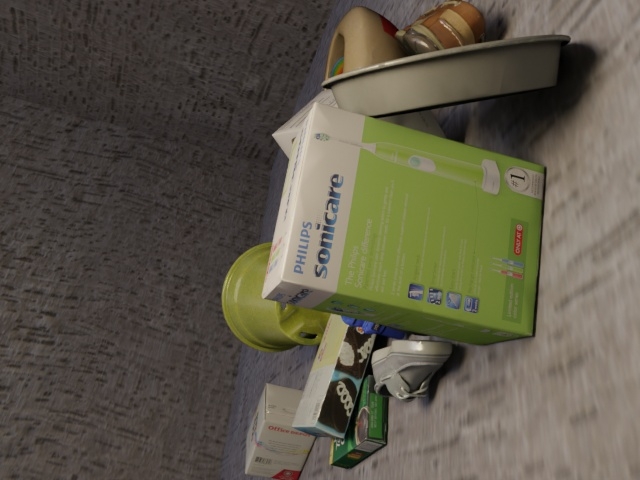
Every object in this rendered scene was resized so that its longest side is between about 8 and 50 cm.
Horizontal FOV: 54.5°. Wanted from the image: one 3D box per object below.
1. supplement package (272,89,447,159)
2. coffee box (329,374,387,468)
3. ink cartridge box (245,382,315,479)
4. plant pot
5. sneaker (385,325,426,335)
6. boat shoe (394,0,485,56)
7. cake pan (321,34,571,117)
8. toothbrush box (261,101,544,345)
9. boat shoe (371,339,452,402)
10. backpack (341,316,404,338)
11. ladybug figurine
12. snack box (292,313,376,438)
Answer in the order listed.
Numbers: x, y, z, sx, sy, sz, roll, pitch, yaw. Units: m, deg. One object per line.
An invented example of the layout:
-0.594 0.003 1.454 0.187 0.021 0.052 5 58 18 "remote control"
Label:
0.056 -0.167 1.011 0.134 0.139 0.244 -45 23 -21 "supplement package"
0.064 0.319 1.079 0.184 0.041 0.113 121 160 -55 "coffee box"
-0.092 0.448 1.453 0.127 0.128 0.176 -97 25 -61 "ink cartridge box"
-0.061 0.139 1.441 0.254 0.276 0.275 -2 74 66 "plant pot"
0.119 -0.012 0.962 0.384 0.145 0.147 -95 22 -54 "sneaker"
0.209 -0.334 1.037 0.120 0.122 0.324 -39 13 14 "boat shoe"
0.149 -0.190 0.756 0.293 0.294 0.054 -141 41 -77 "cake pan"
0.096 -0.010 0.717 0.122 0.284 0.206 137 145 -69 "toothbrush box"
0.127 0.188 0.880 0.227 0.080 0.081 122 150 -70 "boat shoe"
0.092 0.101 1.011 0.101 0.120 0.097 -96 24 -59 "backpack"
0.103 -0.330 1.315 0.449 0.162 0.304 -99 17 -62 "ladybug figurine"
0.044 0.197 1.146 0.187 0.060 0.321 132 160 -68 "snack box"
